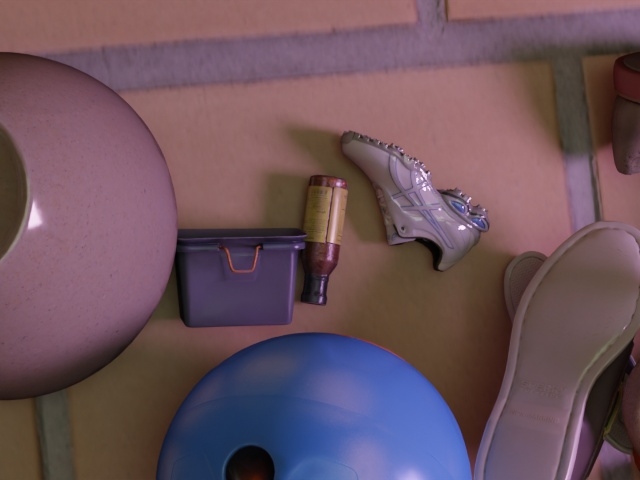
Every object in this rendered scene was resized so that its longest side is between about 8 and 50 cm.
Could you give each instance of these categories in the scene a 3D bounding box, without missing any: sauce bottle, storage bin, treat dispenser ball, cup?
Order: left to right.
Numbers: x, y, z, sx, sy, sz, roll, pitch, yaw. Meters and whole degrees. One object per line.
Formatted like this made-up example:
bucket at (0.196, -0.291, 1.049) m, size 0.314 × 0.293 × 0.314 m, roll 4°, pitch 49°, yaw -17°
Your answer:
cup at (-0.308, -0.027, 1.449) m, size 0.331 × 0.237 × 0.331 m, roll -1°, pitch 83°, yaw 4°
storage bin at (-0.081, 0.037, 1.599) m, size 0.135 × 0.098 × 0.091 m, roll -2°, pitch 97°, yaw -10°
treat dispenser ball at (-0.006, 0.226, 1.494) m, size 0.288 × 0.288 × 0.288 m, roll 1°, pitch 86°, yaw -10°
sauce bottle at (0.000, 0.000, 1.637) m, size 0.042 × 0.042 × 0.128 m, roll 10°, pitch 84°, yaw -9°

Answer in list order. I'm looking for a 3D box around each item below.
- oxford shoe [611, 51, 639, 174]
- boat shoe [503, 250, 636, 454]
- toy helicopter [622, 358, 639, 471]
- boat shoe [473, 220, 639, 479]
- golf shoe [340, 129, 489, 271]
oxford shoe at (0.459, -0.127, 1.712) m, size 0.348 × 0.123 × 0.130 m, roll 0°, pitch 113°, yaw -12°
boat shoe at (0.265, 0.115, 1.666) m, size 0.084 × 0.079 × 0.233 m, roll -37°, pitch 79°, yaw 13°
toy helicopter at (0.447, 0.107, 1.539) m, size 0.355 × 0.140 × 0.235 m, roll -19°, pitch 107°, yaw -8°
boat shoe at (0.236, 0.134, 1.571) m, size 0.116 × 0.097 × 0.324 m, roll 14°, pitch 65°, yaw 22°
golf shoe at (0.082, -0.039, 1.645) m, size 0.176 × 0.069 × 0.086 m, roll 36°, pitch 87°, yaw -5°
